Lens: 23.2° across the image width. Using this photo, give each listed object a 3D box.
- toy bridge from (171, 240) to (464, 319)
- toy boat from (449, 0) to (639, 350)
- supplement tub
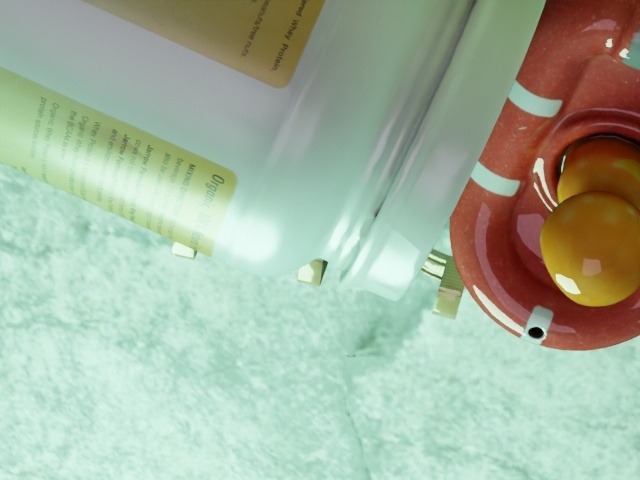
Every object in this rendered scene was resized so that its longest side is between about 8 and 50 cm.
[{"bbox_3d":[0.000,0.000,0.970,0.188,0.063,0.026,13,132,7],"label":"toy bridge"},{"bbox_3d":[0.152,-0.023,0.837,0.151,0.151,0.231,22,133,1],"label":"toy boat"},{"bbox_3d":[-0.065,-0.119,0.780,0.316,0.228,0.228,25,133,-2],"label":"supplement tub"}]
